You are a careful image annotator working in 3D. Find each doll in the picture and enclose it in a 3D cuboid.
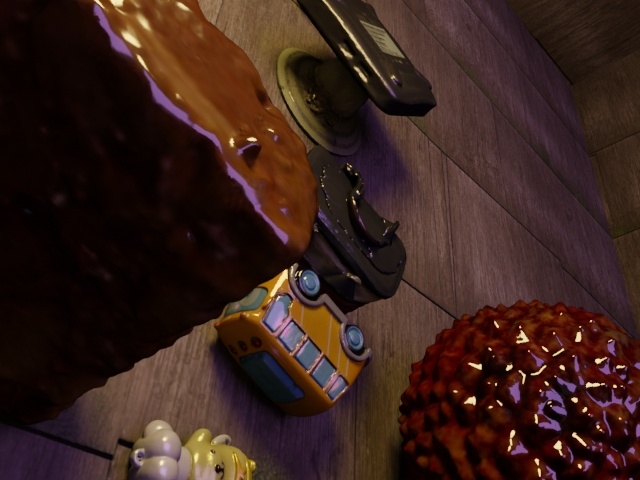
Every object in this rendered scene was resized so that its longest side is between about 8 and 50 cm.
[{"bbox_3d":[-0.140,0.256,0.712,0.162,0.062,0.106,30,41,-37],"label":"doll"}]

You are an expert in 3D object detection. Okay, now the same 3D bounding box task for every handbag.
[{"bbox_3d":[0.000,0.000,0.960,0.254,0.181,0.181,48,36,-18],"label":"handbag"}]

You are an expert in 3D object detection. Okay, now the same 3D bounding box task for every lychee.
[{"bbox_3d":[0.339,0.290,1.002,0.500,0.424,0.425,-25,88,-57],"label":"lychee"}]

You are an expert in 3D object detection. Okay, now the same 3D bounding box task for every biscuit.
[{"bbox_3d":[-0.220,-0.056,0.525,0.343,0.395,0.166,51,34,-15],"label":"biscuit"}]

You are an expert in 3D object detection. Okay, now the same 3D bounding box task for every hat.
[{"bbox_3d":[0.038,-0.300,1.278,0.252,0.110,0.252,31,44,-36],"label":"hat"}]

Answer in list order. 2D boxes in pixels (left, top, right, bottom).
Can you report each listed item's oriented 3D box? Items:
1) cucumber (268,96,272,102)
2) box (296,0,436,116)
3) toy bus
[{"bbox_3d":[-0.121,-0.276,1.123,0.032,0.032,0.133,-24,86,-56],"label":"cucumber"},{"bbox_3d":[0.100,-0.359,1.241,0.289,0.073,0.290,55,25,7],"label":"box"},{"bbox_3d":[-0.042,0.137,0.869,0.209,0.126,0.136,51,44,-16],"label":"toy bus"}]
